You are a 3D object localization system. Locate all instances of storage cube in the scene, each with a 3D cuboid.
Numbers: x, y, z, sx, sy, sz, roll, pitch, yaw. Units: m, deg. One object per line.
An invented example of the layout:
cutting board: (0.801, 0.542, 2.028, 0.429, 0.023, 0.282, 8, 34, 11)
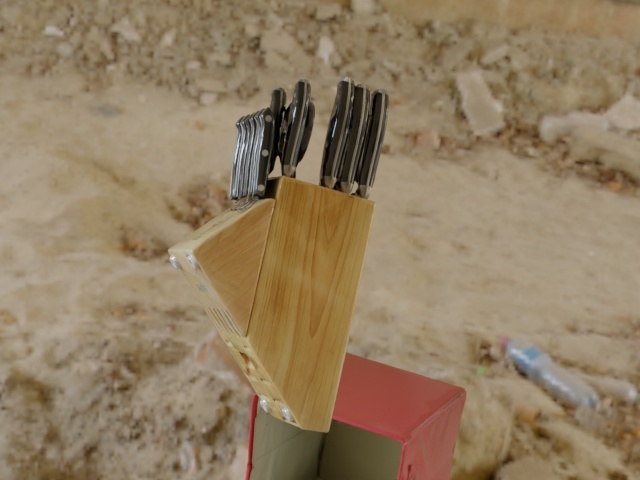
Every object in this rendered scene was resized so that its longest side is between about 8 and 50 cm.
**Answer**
storage cube: (0.042, 0.257, 1.265, 0.215, 0.183, 0.193, 14, 16, 25)

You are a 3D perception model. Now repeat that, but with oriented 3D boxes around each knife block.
knife block: (0.000, 0.000, 0.992, 0.242, 0.275, 0.088, -34, 12, -18)
